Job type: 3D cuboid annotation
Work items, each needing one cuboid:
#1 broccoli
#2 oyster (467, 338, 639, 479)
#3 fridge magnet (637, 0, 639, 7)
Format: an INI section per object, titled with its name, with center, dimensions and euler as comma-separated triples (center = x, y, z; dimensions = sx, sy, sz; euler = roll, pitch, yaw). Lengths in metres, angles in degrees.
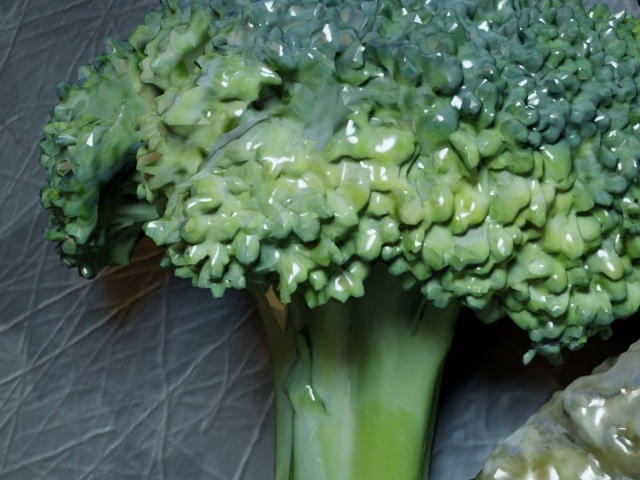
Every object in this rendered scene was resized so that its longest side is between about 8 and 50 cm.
[broccoli]
center = -0.006, -0.018, 0.854
dimensions = 0.375, 0.249, 0.302
euler = 4, 68, 29
[oyster]
center = 0.115, 0.171, 0.743
dimensions = 0.238, 0.115, 0.351
euler = 27, 81, 49
[fridge magnet]
center = 0.281, -0.165, 0.826
dimensions = 0.265, 0.113, 0.265
euler = -13, 62, 26
